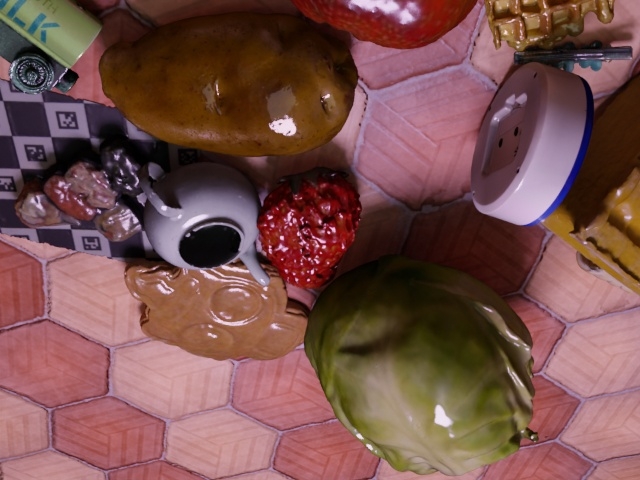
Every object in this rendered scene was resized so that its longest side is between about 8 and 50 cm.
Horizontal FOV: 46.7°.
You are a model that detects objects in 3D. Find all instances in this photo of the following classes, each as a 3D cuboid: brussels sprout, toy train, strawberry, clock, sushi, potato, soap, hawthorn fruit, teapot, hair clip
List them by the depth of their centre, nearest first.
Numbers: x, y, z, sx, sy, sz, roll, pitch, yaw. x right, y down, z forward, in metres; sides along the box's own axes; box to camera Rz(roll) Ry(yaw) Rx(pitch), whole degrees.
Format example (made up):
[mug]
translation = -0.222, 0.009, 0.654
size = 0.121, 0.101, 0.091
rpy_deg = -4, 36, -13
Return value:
[hawthorn fruit]
translation = 0.072, -0.373, 0.876
size = 0.275, 0.275, 0.300
rpy_deg = -1, 119, 0
[toy train]
translation = -0.424, -0.319, 1.015
size = 0.253, 0.105, 0.157
rpy_deg = 37, 106, -28
[potato]
translation = -0.131, -0.220, 1.062
size = 0.368, 0.177, 0.195
rpy_deg = 1, 156, 3
[clock]
translation = 0.299, -0.141, 1.080
size = 0.083, 0.230, 0.230
rpy_deg = 18, 127, -11
[hair clip]
translation = 0.372, -0.269, 1.098
size = 0.172, 0.049, 0.049
rpy_deg = 0, 129, 6
[soap]
translation = 0.547, -0.059, 1.148
size = 0.335, 0.156, 0.293
rpy_deg = 31, 94, -23
[teapot]
translation = -0.188, -0.031, 1.205
size = 0.193, 0.129, 0.294
rpy_deg = -35, 138, 14
[strawberry]
translation = 0.000, 0.000, 1.219
size = 0.190, 0.111, 0.237
rpy_deg = -22, 132, -26
[sushi]
translation = -0.384, -0.075, 1.225
size = 0.339, 0.069, 0.320
rpy_deg = 14, 127, -12
[brussels sprout]
translation = 0.158, 0.193, 1.285
size = 0.342, 0.425, 0.361
rpy_deg = -41, 101, -21

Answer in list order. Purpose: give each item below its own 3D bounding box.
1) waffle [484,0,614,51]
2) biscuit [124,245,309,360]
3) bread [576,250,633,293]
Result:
[waffle]
translation = 0.329, -0.372, 1.004
size = 0.219, 0.057, 0.229
rpy_deg = -14, 129, 10
[biscuit]
translation = -0.192, 0.128, 1.391
size = 0.375, 0.051, 0.269
rpy_deg = 24, 125, -24
[bread]
translation = 0.534, 0.024, 1.309
size = 0.177, 0.084, 0.119
rpy_deg = 28, 117, -21
